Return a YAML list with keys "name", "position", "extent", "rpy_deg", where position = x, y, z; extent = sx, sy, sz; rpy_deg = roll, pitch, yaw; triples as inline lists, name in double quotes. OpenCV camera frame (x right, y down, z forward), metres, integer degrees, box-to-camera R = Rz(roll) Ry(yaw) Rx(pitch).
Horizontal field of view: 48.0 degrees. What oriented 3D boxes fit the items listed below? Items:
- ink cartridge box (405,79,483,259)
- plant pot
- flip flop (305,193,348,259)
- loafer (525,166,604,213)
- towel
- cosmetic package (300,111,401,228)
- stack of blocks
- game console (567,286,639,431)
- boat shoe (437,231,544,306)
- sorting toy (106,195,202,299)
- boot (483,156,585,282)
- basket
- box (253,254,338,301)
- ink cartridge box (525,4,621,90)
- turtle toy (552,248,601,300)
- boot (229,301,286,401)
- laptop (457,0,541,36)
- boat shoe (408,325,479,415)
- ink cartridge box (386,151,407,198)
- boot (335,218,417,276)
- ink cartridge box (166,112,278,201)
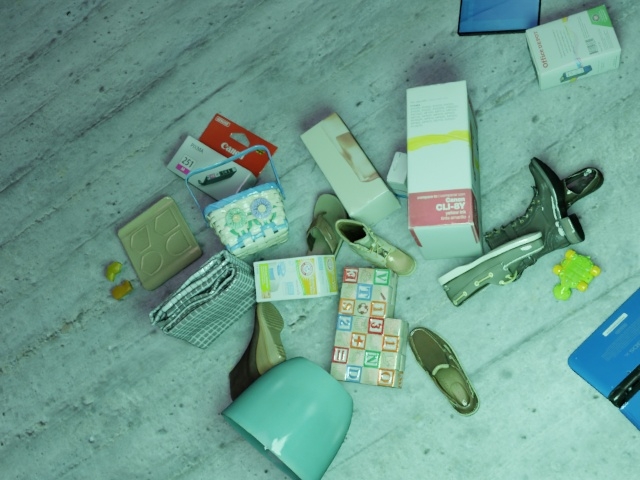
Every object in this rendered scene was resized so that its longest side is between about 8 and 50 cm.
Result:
- name: "ink cartridge box"
  position: [0.320, -0.172, 1.839]
  extent: [0.161, 0.279, 0.384]
  rpy_deg: [-5, 71, 17]
- name: "plant pot"
  position: [-0.059, 0.433, 1.782]
  extent: [0.293, 0.293, 0.235]
  rpy_deg: [32, 68, 25]
- name: "flip flop"
  position: [0.000, 0.000, 2.003]
  extent: [0.112, 0.080, 0.277]
  rpy_deg: [12, 80, 27]
- name: "loafer"
  position: [0.615, -0.122, 1.829]
  extent: [0.220, 0.078, 0.080]
  rpy_deg: [-38, 65, 6]
- name: "towel"
  position: [-0.300, 0.170, 1.971]
  extent: [0.284, 0.235, 0.121]
  rpy_deg: [-41, 70, 3]
- name: "cosmetic package"
  position: [0.083, -0.191, 2.001]
  extent: [0.129, 0.153, 0.296]
  rpy_deg: [-34, 66, 7]
- name: "stack of blocks"
  position: [0.136, 0.225, 1.870]
  extent: [0.171, 0.087, 0.297]
  rpy_deg: [3, 77, 22]
- name: "game console"
  position: [0.779, 0.285, 1.669]
  extent: [0.293, 0.173, 0.250]
  rpy_deg: [-44, 33, 1]
- name: "boat shoe"
  position: [0.429, 0.072, 1.774]
  extent: [0.305, 0.109, 0.091]
  rpy_deg: [-33, 79, 39]
- name: "sorting toy"
  position: [-0.529, 0.037, 2.205]
  extent: [0.307, 0.041, 0.229]
  rpy_deg: [-35, 69, 6]
- name: "boot"
  position: [0.508, -0.051, 1.801]
  extent: [0.229, 0.091, 0.262]
  rpy_deg: [-30, 74, 34]
- name: "basket"
  position: [-0.216, -0.109, 2.039]
  extent: [0.255, 0.201, 0.288]
  rpy_deg: [-25, 73, -7]
- name: "box"
  position: [-0.066, 0.102, 1.940]
  extent: [0.203, 0.103, 0.114]
  rpy_deg: [-6, 87, 30]
- name: "ink cartridge box"
  position: [0.674, -0.516, 1.933]
  extent: [0.213, 0.093, 0.154]
  rpy_deg: [-15, 68, 13]
- name: "turtle toy"
  position: [0.619, 0.090, 1.766]
  extent: [0.095, 0.066, 0.130]
  rpy_deg: [40, 89, 27]
- name: "boot"
  position: [-0.188, 0.299, 1.965]
  extent: [0.207, 0.090, 0.248]
  rpy_deg: [-45, 36, 22]
- name: "laptop"
  position: [0.505, -0.735, 2.039]
  extent: [0.234, 0.264, 0.136]
  rpy_deg: [3, 37, 19]
- name: "boat shoe"
  position: [0.305, 0.314, 1.786]
  extent: [0.095, 0.095, 0.257]
  rpy_deg: [-40, 64, 3]
- name: "ink cartridge box"
  position: [0.228, -0.176, 1.959]
  extent: [0.052, 0.122, 0.088]
  rpy_deg: [14, 78, 23]
- name: "boot"
  position: [0.145, 0.018, 1.901]
  extent: [0.213, 0.165, 0.077]
  rpy_deg: [28, 83, 24]
- name: "ink cartridge box"
  position: [-0.302, -0.252, 2.207]
  extent: [0.275, 0.060, 0.238]
  rpy_deg: [32, 86, 25]
